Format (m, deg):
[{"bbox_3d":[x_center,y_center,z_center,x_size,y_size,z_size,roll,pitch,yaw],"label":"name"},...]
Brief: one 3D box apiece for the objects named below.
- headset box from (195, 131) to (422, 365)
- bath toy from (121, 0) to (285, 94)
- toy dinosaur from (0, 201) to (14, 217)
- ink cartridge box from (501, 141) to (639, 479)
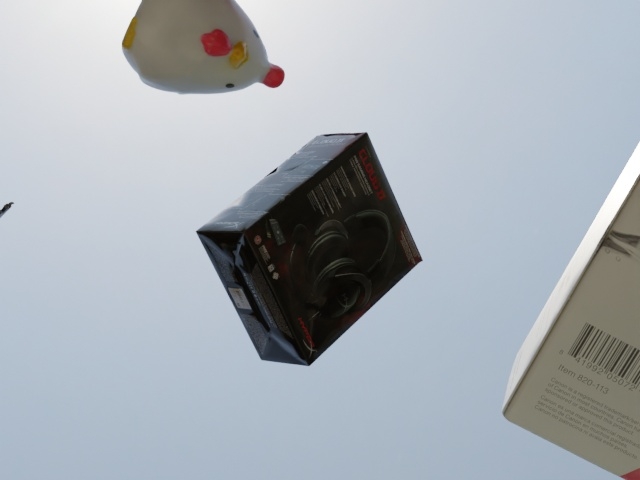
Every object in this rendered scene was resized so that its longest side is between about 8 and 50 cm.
[{"bbox_3d":[0.000,0.000,0.524,0.083,0.032,0.062,-39,-64,-33],"label":"headset box"},{"bbox_3d":[-0.032,-0.263,1.017,0.129,0.151,0.348,25,-85,-8],"label":"bath toy"},{"bbox_3d":[-0.252,-0.040,0.900,0.082,0.090,0.047,43,-140,-6],"label":"toy dinosaur"},{"bbox_3d":[0.291,0.044,0.970,0.207,0.117,0.283,27,-65,3],"label":"ink cartridge box"}]
